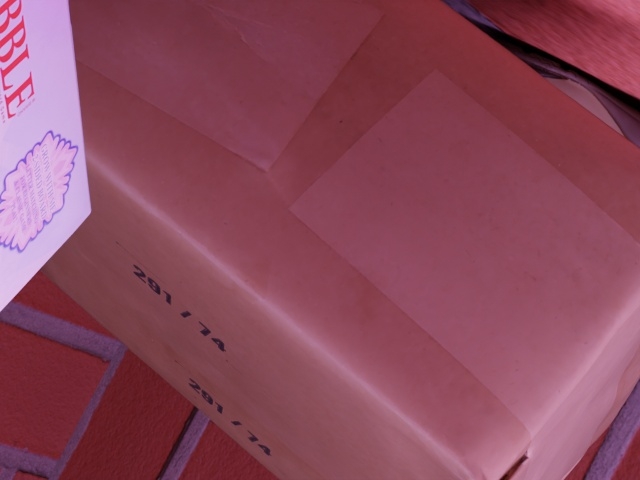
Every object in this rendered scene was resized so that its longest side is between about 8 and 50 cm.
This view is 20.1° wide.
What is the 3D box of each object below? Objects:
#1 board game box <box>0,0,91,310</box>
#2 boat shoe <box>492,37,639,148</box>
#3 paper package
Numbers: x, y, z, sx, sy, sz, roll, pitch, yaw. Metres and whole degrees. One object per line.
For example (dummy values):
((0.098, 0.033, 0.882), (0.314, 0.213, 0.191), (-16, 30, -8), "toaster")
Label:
((-0.227, -0.158, 0.586), (0.318, 0.066, 0.318), (29, 146, 18), "board game box")
((0.190, 0.002, 0.991), (0.324, 0.120, 0.122), (28, 180, 24), "boat shoe")
((0.000, 0.000, 0.901), (0.325, 0.168, 0.309), (38, 163, 14), "paper package")
